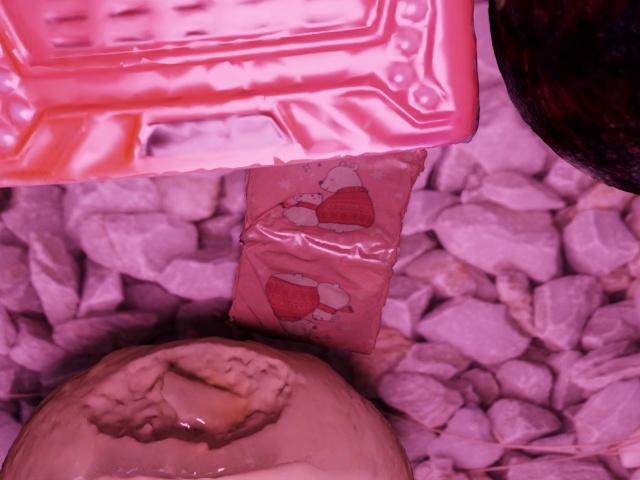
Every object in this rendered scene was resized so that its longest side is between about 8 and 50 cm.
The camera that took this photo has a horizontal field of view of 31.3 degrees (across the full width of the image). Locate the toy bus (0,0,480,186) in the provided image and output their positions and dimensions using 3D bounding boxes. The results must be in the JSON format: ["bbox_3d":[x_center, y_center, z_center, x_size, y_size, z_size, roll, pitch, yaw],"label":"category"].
[{"bbox_3d":[-0.039,-0.190,0.547,0.203,0.427,0.233,-5,117,4],"label":"toy bus"}]

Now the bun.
[{"bbox_3d":[-0.101,0.215,1.009,0.364,0.202,0.364,-4,133,-4],"label":"bun"}]

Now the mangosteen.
[{"bbox_3d":[0.215,-0.163,0.660,0.288,0.288,0.288,0,129,0],"label":"mangosteen"}]

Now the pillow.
[{"bbox_3d":[0.000,0.000,0.933,0.135,0.049,0.248,7,133,-4],"label":"pillow"}]
